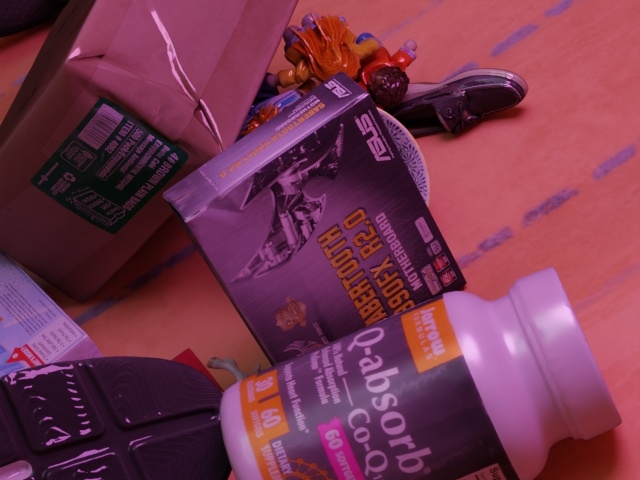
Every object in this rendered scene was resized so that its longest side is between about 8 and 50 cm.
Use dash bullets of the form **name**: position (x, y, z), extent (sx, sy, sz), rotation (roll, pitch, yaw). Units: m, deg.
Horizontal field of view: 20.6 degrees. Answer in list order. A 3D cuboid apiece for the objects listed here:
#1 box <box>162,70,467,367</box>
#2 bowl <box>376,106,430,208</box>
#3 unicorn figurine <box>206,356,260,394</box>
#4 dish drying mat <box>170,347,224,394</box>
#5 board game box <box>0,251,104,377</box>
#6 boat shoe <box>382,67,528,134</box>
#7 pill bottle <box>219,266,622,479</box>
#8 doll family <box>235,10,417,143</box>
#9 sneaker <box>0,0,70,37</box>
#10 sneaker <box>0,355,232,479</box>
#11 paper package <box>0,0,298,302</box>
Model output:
- **box**: position (0.000, 0.000, 1.475), extent (0.183, 0.231, 0.056), rotation (-35, 37, -8)
- **bowl**: position (0.013, -0.040, 1.605), extent (0.170, 0.080, 0.170), rotation (0, 85, 1)
- **unicorn figurine**: position (-0.093, 0.160, 1.493), extent (0.162, 0.060, 0.111), rotation (-38, 52, -19)
- **dish drying mat**: position (-0.113, 0.128, 1.581), extent (0.032, 0.008, 0.083), rotation (-35, 40, -8)
- **board game box**: position (-0.403, 0.138, 1.693), extent (0.318, 0.066, 0.319), rotation (-39, 41, -12)
- **boat shoe**: position (0.126, -0.125, 1.674), extent (0.152, 0.056, 0.049), rotation (-10, 48, 35)
- **pill bottle**: position (0.076, 0.134, 1.349), extent (0.278, 0.162, 0.162), rotation (-24, 41, 6)
- **doll family**: position (-0.034, -0.138, 1.683), extent (0.263, 0.118, 0.163), rotation (-37, 24, 4)
- **sneaker**: position (-0.221, -0.339, 1.991), extent (0.483, 0.185, 0.202), rotation (-19, 37, 14)
- **sneaker**: position (-0.294, 0.229, 1.427), extent (0.448, 0.169, 0.257), rotation (-23, -6, -20)
- **paper package**: position (-0.178, -0.148, 1.671), extent (0.325, 0.168, 0.309), rotation (-41, 24, 50)
